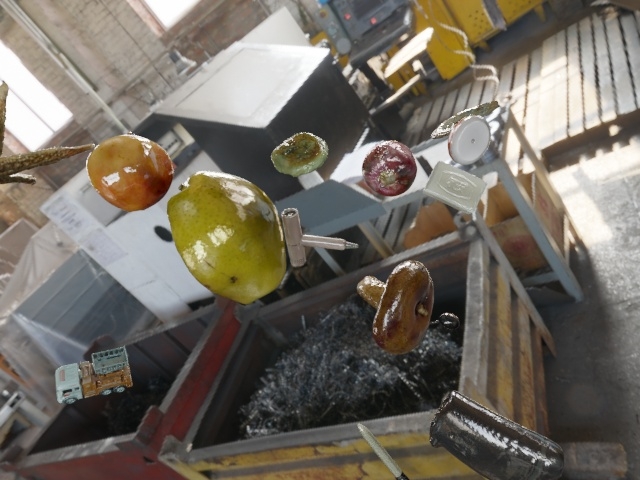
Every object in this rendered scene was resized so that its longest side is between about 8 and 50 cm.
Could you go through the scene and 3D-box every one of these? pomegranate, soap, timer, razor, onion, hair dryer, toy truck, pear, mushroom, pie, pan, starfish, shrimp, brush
[{"bbox_3d":[-0.486,-0.175,1.289,0.209,0.209,0.209,-33,24,16],"label":"pomegranate"},{"bbox_3d":[0.457,-0.180,1.707,0.121,0.183,0.064,-64,-5,-4],"label":"soap"},{"bbox_3d":[0.380,-0.263,1.305,0.136,0.099,0.136,-57,14,22],"label":"timer"},{"bbox_3d":[0.481,0.575,1.407,0.113,0.349,0.204,-40,-30,-55],"label":"razor"},{"bbox_3d":[0.200,-0.214,1.426,0.160,0.159,0.195,-28,19,26],"label":"onion"},{"bbox_3d":[0.002,-0.010,1.531,0.221,0.195,0.053,-2,37,10],"label":"hair dryer"},{"bbox_3d":[-0.578,0.340,1.271,0.178,0.115,0.080,-10,49,-24],"label":"toy truck"},{"bbox_3d":[-0.216,-0.024,1.369,0.192,0.386,0.340,-27,26,27],"label":"pear"},{"bbox_3d":[0.216,0.203,1.461,0.255,0.267,0.267,-20,30,32],"label":"mushroom"},{"bbox_3d":[-0.068,-0.280,1.607,0.187,0.041,0.186,-7,53,9],"label":"pie"},{"bbox_3d":[0.402,0.262,1.645,0.115,0.068,0.023,-9,34,37],"label":"pan"},{"bbox_3d":[-0.801,-0.195,1.195,0.398,0.132,0.384,-36,-10,25],"label":"starfish"},{"bbox_3d":[0.439,-0.365,1.534,0.224,0.047,0.126,-23,18,34],"label":"shrimp"},{"bbox_3d":[0.171,0.536,1.164,0.042,0.299,0.039,-34,13,20],"label":"brush"}]
